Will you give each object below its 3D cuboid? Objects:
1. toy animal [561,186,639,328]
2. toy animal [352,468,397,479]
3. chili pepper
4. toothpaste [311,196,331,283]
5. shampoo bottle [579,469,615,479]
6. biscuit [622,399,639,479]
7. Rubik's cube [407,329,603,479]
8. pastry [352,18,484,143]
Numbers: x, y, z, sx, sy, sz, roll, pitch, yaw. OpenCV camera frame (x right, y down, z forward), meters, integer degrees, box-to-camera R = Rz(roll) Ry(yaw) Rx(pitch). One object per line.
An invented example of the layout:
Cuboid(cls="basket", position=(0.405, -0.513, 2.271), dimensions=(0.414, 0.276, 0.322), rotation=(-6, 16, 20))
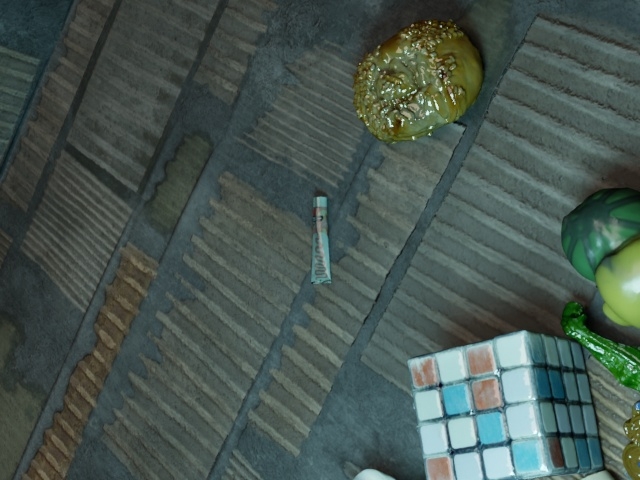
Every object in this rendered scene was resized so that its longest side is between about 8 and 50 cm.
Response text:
Cuboid(cls="toy animal", position=(0.567, 0.044, 1.615), dimensions=(0.216, 0.191, 0.338), rotation=(-47, 57, 21))
Cuboid(cls="toy animal", position=(0.175, 0.615, 1.815), dimensions=(0.247, 0.183, 0.310), rotation=(4, 86, 4))
Cuboid(cls="chili pepper", position=(0.542, 0.206, 1.670), dimensions=(0.074, 0.100, 0.257), rotation=(-39, 55, -24))
Cuboid(cls="toothpaste", position=(0.000, 0.000, 2.163), dimensions=(0.056, 0.036, 0.205), rotation=(-5, 83, 35))
Cuboid(cls="shampoo bottle", position=(0.539, 0.544, 1.622), dimensions=(0.127, 0.078, 0.257), rotation=(-34, 61, 23))
Cuboid(cls="biscuit", position=(0.593, 0.369, 1.614), dimensions=(0.124, 0.026, 0.175), rotation=(-7, 95, 37))
Cuboid(cls="Rubik's cube", position=(0.345, 0.319, 1.699), dimensions=(0.253, 0.256, 0.259), rotation=(-17, 73, 35))
Cuboid(cls="pastry", position=(0.197, -0.347, 1.991), dimensions=(0.310, 0.162, 0.255), rotation=(-29, 63, 29))
